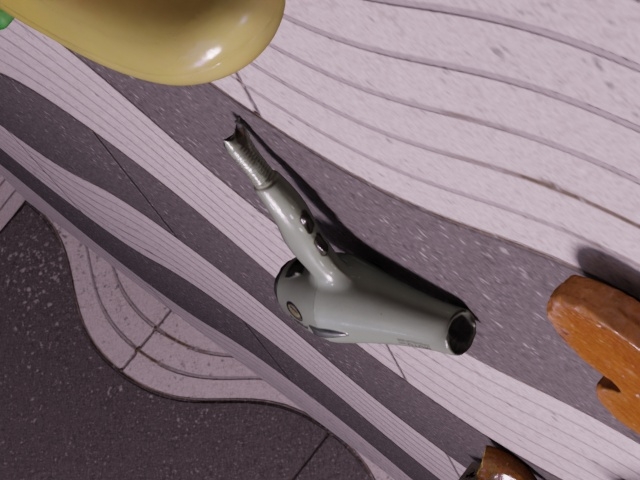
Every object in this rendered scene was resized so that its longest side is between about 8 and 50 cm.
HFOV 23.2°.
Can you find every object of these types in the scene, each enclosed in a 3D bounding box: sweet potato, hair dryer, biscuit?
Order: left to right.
[{"bbox_3d":[0.032,0.020,1.416,0.229,0.092,0.267,25,155,29],"label":"hair dryer"},{"bbox_3d":[0.245,0.300,1.946,0.117,0.049,0.049,30,168,24],"label":"sweet potato"},{"bbox_3d":[0.272,0.129,1.049,0.324,0.049,0.205,41,169,-18],"label":"biscuit"}]

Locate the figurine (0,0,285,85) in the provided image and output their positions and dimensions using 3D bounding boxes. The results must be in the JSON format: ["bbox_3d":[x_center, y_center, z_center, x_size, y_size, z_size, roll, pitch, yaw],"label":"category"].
[{"bbox_3d":[-0.159,-0.204,0.929,0.324,0.124,0.222,31,165,24],"label":"figurine"}]

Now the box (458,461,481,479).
[{"bbox_3d":[0.360,0.438,2.140,0.365,0.051,0.204,40,171,-7],"label":"box"}]
